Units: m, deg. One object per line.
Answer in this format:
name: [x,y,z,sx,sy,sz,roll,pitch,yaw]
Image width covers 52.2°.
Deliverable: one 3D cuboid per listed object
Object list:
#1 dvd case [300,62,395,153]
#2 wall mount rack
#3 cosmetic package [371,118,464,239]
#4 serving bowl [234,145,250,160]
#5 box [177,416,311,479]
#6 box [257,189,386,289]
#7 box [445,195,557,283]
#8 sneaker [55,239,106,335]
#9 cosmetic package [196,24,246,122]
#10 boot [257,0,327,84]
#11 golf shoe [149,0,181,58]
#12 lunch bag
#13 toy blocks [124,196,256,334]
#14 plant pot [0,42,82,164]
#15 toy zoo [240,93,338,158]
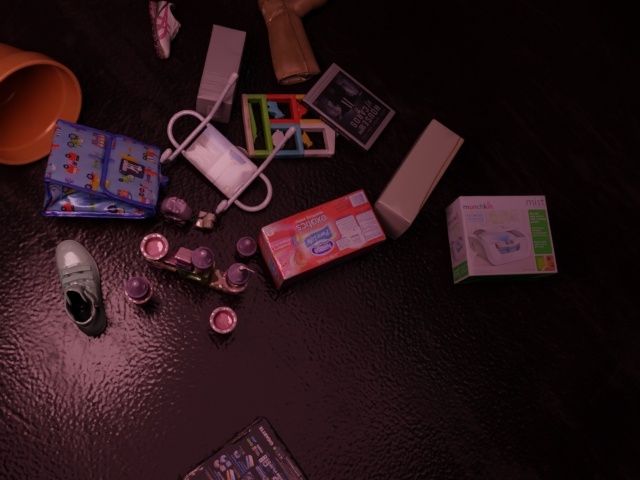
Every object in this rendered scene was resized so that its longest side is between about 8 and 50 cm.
dvd case: [0.083,-0.387,1.906,0.238,0.029,0.179,37,62,-3]
wall mount rack: [-0.240,-0.249,1.720,0.350,0.130,0.304,43,93,-2]
cosmetic package: [0.261,-0.170,1.830,0.113,0.160,0.309,34,71,0]
serving bowl: [-0.238,-0.220,1.817,0.083,0.027,0.083,3,73,-10]
box: [-0.168,0.626,1.554,0.293,0.073,0.295,-35,83,-18]
box: [0.000,0.000,1.736,0.300,0.142,0.154,-22,79,-16]
box: [0.506,-0.002,1.847,0.262,0.127,0.231,0,76,-10]
sneaker: [-0.588,0.098,1.589,0.094,0.151,0.256,-20,77,-14]
cosmetic package: [-0.278,-0.466,1.832,0.107,0.127,0.238,9,70,-9]
boot: [-0.051,-0.612,1.946,0.236,0.089,0.269,-16,78,-8]
golf shoe: [-0.442,-0.608,1.872,0.086,0.067,0.186,-6,75,-14]
lunch bag: [-0.542,-0.164,1.676,0.293,0.138,0.221,8,48,-20]
toy blocks: [-0.302,0.043,1.604,0.288,0.260,0.309,20,71,-4]
plant pot: [-0.783,-0.363,1.640,0.203,0.291,0.291,36,69,20]
toy zoo: [-0.073,-0.328,1.869,0.293,0.030,0.192,-4,73,-18]
